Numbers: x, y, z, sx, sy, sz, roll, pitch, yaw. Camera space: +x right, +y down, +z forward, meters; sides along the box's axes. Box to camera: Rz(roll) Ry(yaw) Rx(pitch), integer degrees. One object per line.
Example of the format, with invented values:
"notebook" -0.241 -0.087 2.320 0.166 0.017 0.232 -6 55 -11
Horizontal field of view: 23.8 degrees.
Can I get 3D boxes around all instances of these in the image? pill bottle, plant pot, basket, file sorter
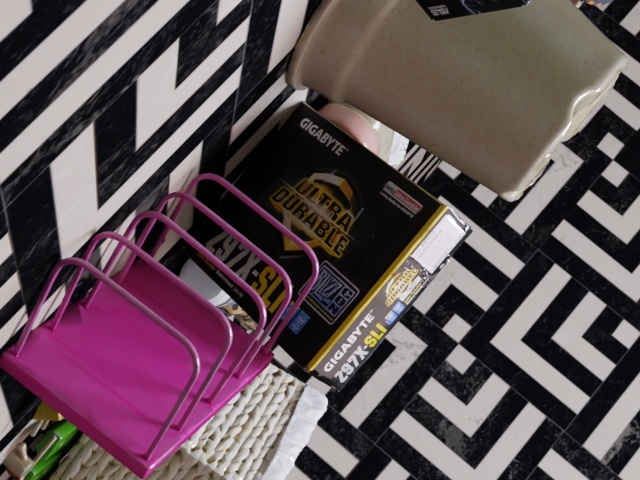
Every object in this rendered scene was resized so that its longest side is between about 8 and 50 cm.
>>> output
"pill bottle" -0.149 0.054 2.102 0.078 0.078 0.137 -51 172 3
"plant pot" 0.182 -0.222 1.818 0.334 0.305 0.334 -49 172 -9
"basket" -0.210 0.326 2.182 0.328 0.266 0.331 -52 -179 27
"file sorter" -0.163 0.075 1.665 0.182 0.202 0.290 -58 170 32

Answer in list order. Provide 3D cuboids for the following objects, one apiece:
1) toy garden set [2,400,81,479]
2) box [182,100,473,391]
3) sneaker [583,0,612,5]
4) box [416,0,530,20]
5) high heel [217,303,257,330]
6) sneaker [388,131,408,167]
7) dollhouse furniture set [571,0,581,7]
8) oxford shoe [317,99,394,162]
"toy garden set" -0.342 0.228 1.949 0.244 0.049 0.204 -52 174 21
"box" 0.000 0.000 1.893 0.257 0.322 0.079 -51 134 2
"sneaker" 0.350 -0.410 2.209 0.180 0.124 0.321 -50 -153 38
"box" 0.134 -0.301 1.501 0.077 0.147 0.180 -49 -158 -16
"high heel" -0.091 0.067 2.411 0.261 0.093 0.186 -30 168 -47
"sneaker" 0.109 -0.169 2.487 0.235 0.095 0.090 -50 171 -16
"dollhouse furniture set" 0.335 -0.438 1.905 0.259 0.135 0.262 -47 144 -21
"oxford shoe" 0.047 -0.111 2.225 0.146 0.140 0.397 -55 175 -25
